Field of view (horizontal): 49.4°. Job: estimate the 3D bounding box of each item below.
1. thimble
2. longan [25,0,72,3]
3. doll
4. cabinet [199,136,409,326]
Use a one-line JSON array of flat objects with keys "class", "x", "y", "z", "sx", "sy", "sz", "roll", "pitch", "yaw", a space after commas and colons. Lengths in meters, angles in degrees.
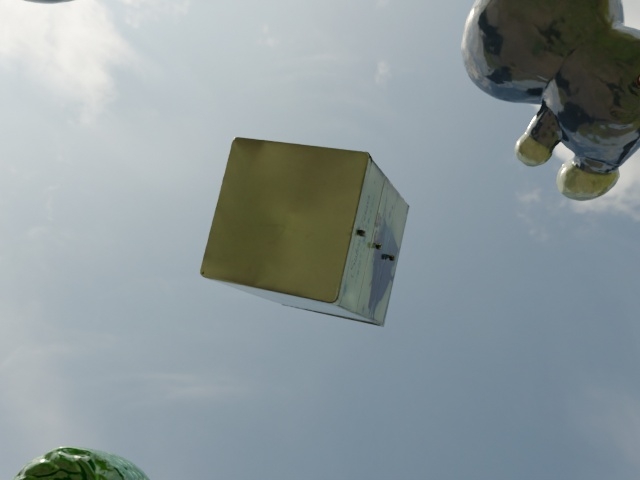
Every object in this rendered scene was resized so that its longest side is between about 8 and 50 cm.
[{"class": "thimble", "x": -0.177, "y": 0.224, "z": 0.522, "sx": 0.130, "sy": 0.090, "sz": 0.118, "roll": 32, "pitch": -107, "yaw": 16}, {"class": "longan", "x": -0.329, "y": -0.413, "z": 0.832, "sx": 0.257, "sy": 0.258, "sz": 0.258, "roll": -1, "pitch": -98, "yaw": 5}, {"class": "doll", "x": 0.278, "y": -0.200, "z": 0.781, "sx": 0.228, "sy": 0.154, "sz": 0.258, "roll": -42, "pitch": -114, "yaw": 2}, {"class": "cabinet", "x": 0.000, "y": 0.000, "z": 0.745, "sx": 0.150, "sy": 0.206, "sz": 0.145, "roll": 9, "pitch": -100, "yaw": 22}]
